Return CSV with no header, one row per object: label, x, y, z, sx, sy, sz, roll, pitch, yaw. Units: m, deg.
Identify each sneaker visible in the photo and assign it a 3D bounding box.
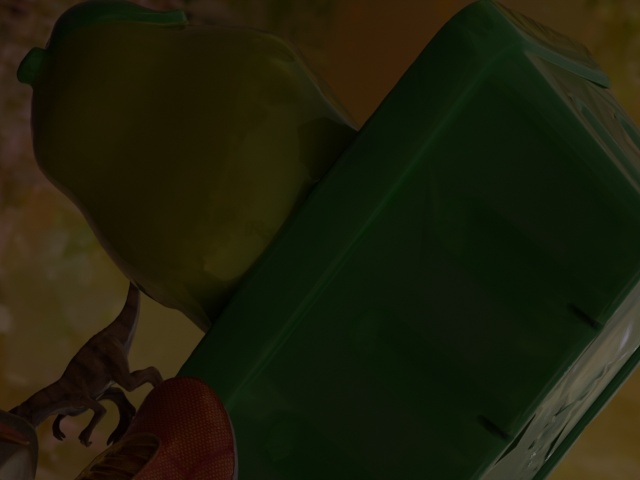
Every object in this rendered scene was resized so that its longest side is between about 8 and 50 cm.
sneaker,-0.081,0.117,0.838,0.175,0.064,0.067,-69,144,-46

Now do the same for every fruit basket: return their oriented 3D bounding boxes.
fruit basket,0.000,0.000,1.182,0.283,0.392,0.392,7,104,-66

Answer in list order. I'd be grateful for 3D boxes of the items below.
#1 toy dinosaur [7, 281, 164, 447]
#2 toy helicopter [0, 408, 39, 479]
toy dinosaur,-0.162,0.092,1.510,0.064,0.112,0.211,-17,-152,44
toy helicopter,-0.195,0.119,0.805,0.355,0.140,0.235,-30,134,-75
